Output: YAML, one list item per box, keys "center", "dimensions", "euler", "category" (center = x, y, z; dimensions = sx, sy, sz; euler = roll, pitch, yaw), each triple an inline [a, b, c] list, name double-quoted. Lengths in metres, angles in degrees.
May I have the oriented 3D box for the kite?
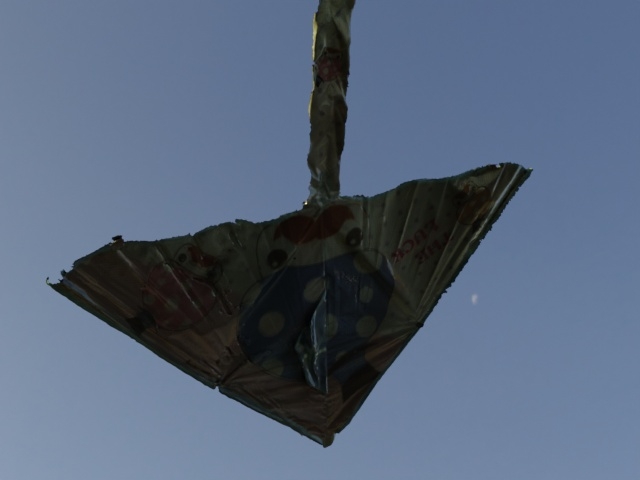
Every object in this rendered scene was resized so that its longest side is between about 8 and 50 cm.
- center: [0.000, 0.000, 0.582]
  dimensions: [0.335, 0.011, 0.315]
  euler: [-13, -64, -27]
  category: "kite"
